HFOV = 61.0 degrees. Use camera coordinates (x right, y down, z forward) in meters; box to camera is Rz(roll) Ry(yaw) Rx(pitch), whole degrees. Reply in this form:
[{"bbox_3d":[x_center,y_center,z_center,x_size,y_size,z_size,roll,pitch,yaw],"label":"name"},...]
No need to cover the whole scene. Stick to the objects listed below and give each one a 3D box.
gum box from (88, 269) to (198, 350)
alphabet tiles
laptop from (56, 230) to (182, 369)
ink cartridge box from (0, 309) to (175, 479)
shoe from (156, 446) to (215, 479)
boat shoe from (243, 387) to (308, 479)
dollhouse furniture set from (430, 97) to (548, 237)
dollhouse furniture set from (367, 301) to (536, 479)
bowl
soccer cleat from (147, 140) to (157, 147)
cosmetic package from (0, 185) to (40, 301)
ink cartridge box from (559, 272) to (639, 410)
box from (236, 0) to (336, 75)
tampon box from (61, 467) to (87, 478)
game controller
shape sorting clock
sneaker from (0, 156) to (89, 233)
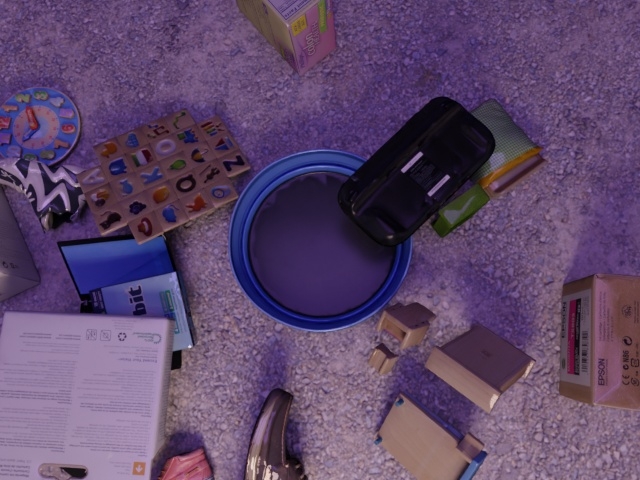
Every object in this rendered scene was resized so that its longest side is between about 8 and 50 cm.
[{"bbox_3d":[-0.359,0.156,1.107,0.184,0.041,0.157,-13,92,2],"label":"gum box"},{"bbox_3d":[-0.342,-0.150,1.185,0.342,0.011,0.285,-27,65,-14],"label":"alphabet tiles"},{"bbox_3d":[-0.420,0.137,1.136,0.234,0.136,0.264,-6,67,4],"label":"laptop"},{"bbox_3d":[-0.454,0.303,1.028,0.324,0.071,0.330,3,79,2],"label":"ink cartridge box"},{"bbox_3d":[-0.310,0.487,1.105,0.178,0.063,0.081,-21,77,-5],"label":"shoe"},{"bbox_3d":[-0.089,0.472,1.070,0.130,0.132,0.355,12,89,-4],"label":"boat shoe"},{"bbox_3d":[0.321,-0.175,1.138,0.301,0.151,0.197,-35,79,-3],"label":"dollhouse furniture set"},{"bbox_3d":[0.230,0.319,1.097,0.286,0.198,0.303,34,115,30],"label":"dollhouse furniture set"},{"bbox_3d":[0.000,0.000,1.166,0.391,0.077,0.391,-1,79,4],"label":"bowl"},{"bbox_3d":[-0.385,-0.143,1.234,0.072,0.060,0.179,-16,72,10],"label":"soccer cleat"},{"bbox_3d":[-0.814,-0.038,1.193,0.217,0.156,0.385,-26,78,-1],"label":"cosmetic package"},{"bbox_3d":[0.528,0.190,1.033,0.088,0.193,0.235,4,79,7],"label":"ink cartridge box"},{"bbox_3d":[-0.088,-0.530,1.202,0.117,0.213,0.243,-39,79,-3],"label":"box"},{"bbox_3d":[-0.466,0.406,1.099,0.161,0.120,0.101,32,81,9],"label":"tampon box"},{"bbox_3d":[0.187,-0.137,1.056,0.319,0.067,0.166,-44,83,-6],"label":"game controller"},{"bbox_3d":[-0.670,-0.267,1.282,0.206,0.040,0.206,-1,80,4],"label":"shape sorting clock"},{"bbox_3d":[-0.638,-0.094,1.216,0.235,0.094,0.153,7,73,-8],"label":"sneaker"}]
